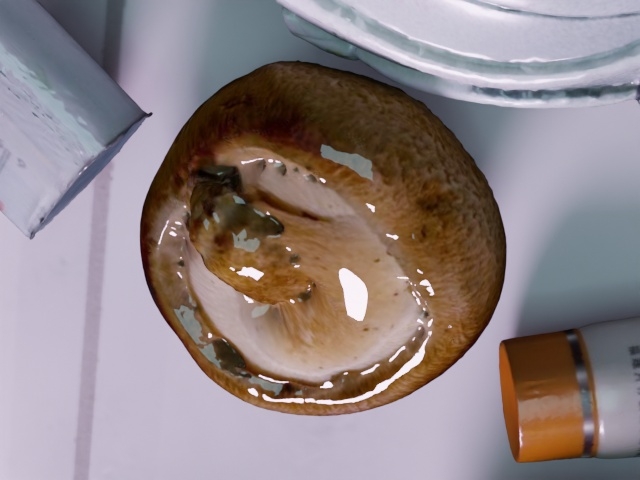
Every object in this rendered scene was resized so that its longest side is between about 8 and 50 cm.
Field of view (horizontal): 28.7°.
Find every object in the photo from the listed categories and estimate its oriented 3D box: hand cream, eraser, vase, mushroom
[{"bbox_3d":[0.281,0.088,0.843,0.314,0.089,0.140,-3,113,2],"label":"hand cream"},{"bbox_3d":[-0.234,-0.120,0.825,0.227,0.081,0.174,47,145,-5],"label":"eraser"},{"bbox_3d":[-0.002,-0.234,0.738,0.445,0.250,0.250,14,104,8],"label":"vase"},{"bbox_3d":[0.000,0.000,0.812,0.253,0.153,0.253,12,128,16],"label":"mushroom"}]

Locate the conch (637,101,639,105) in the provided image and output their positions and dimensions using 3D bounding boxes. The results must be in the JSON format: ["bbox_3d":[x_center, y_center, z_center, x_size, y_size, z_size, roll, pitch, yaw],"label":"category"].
[{"bbox_3d":[0.254,-0.106,0.776,0.137,0.114,0.234,31,140,36],"label":"conch"}]
